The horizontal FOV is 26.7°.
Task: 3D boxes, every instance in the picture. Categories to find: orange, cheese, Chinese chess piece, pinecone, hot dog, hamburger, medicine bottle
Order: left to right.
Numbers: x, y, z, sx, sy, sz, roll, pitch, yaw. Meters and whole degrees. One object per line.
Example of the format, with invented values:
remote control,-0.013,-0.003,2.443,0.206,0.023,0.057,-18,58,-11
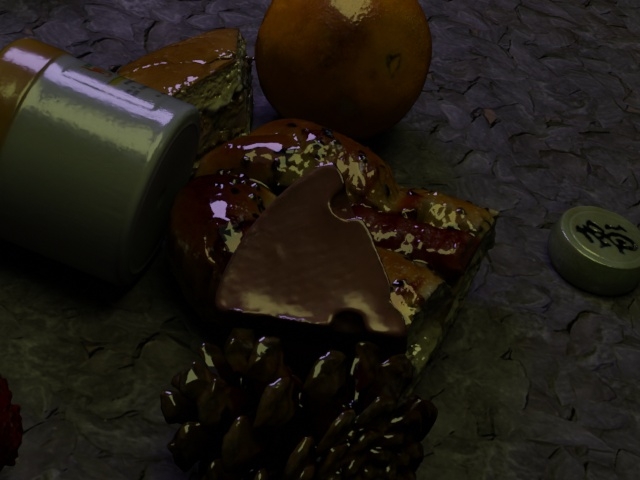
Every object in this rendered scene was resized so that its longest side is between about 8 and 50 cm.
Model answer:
medicine bottle,-0.289,-0.092,1.601,0.232,0.238,0.238,22,38,4
hamburger,-0.183,-0.187,1.835,0.245,0.155,0.282,-7,31,-11
pinecone,-0.021,0.195,1.356,0.309,0.244,0.244,25,36,31
hot dog,0.000,0.000,1.642,0.365,0.196,0.367,22,36,12
cheese,0.002,0.015,1.421,0.202,0.128,0.177,7,75,7
orange,0.033,-0.271,1.935,0.261,0.261,0.261,11,38,-8
Chinese chess piece,0.388,0.012,1.875,0.144,0.058,0.144,11,38,-9

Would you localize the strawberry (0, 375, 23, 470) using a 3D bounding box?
strawberry,-0.410,0.161,1.246,0.274,0.220,0.274,10,36,-7
